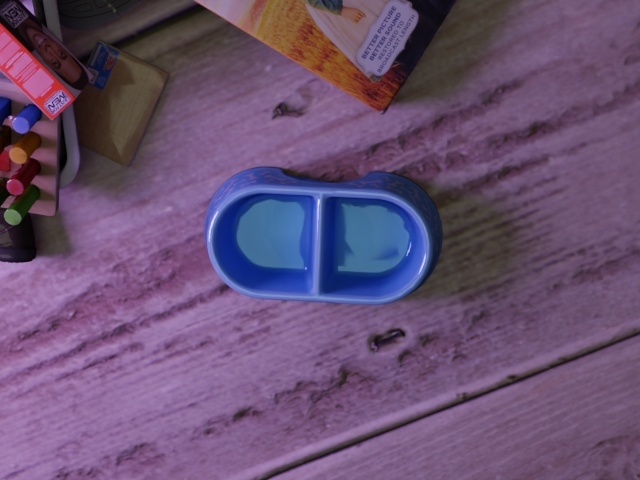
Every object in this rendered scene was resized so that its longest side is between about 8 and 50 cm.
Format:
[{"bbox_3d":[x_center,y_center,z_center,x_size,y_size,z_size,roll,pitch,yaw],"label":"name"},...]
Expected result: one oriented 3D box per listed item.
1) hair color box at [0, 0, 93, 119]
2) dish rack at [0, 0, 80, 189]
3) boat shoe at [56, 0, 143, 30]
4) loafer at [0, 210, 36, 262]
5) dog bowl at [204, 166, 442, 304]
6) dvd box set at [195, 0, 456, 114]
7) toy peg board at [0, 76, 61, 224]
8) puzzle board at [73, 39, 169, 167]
[{"bbox_3d":[-0.315,-0.203,1.060,0.043,0.072,0.141,-35,112,22],"label":"hair color box"},{"bbox_3d":[-0.445,-0.198,1.156,0.332,0.072,0.286,2,119,6],"label":"dish rack"},{"bbox_3d":[-0.197,-0.370,1.137,0.118,0.103,0.320,41,106,-15],"label":"boat shoe"},{"bbox_3d":[-0.455,-0.027,1.227,0.219,0.080,0.079,11,92,-4],"label":"loafer"},{"bbox_3d":[0.000,0.000,1.200,0.297,0.074,0.166,3,101,3],"label":"dog bowl"},{"bbox_3d":[-0.023,-0.368,1.067,0.420,0.062,0.308,29,101,-23],"label":"dvd box set"},{"bbox_3d":[-0.384,-0.098,1.122,0.161,0.079,0.161,10,120,-1],"label":"toy peg board"},{"bbox_3d":[-0.253,-0.167,1.215,0.096,0.011,0.128,26,101,0],"label":"puzzle board"}]
